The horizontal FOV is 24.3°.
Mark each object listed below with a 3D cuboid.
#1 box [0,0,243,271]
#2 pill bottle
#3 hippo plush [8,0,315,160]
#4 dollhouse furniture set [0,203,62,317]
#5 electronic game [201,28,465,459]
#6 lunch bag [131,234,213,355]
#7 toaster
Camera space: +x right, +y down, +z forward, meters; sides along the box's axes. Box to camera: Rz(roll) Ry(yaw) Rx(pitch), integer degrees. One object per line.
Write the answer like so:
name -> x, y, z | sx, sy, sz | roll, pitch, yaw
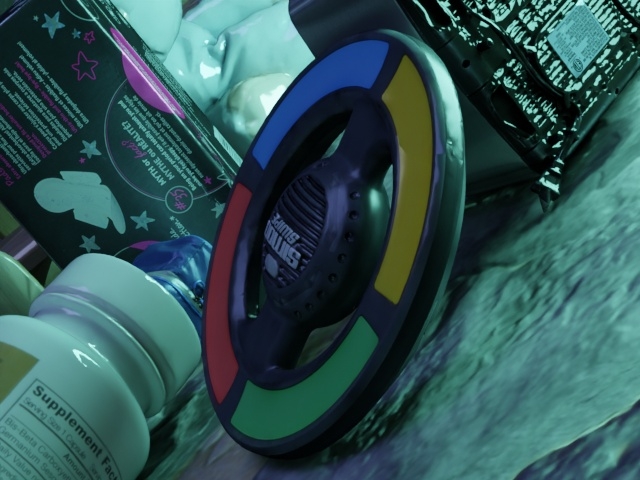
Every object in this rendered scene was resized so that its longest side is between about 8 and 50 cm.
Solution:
box -> -0.163, -0.066, 1.110 | 0.142, 0.247, 0.163 | -37, 16, 5
pill bottle -> -0.174, 0.118, 0.854 | 0.131, 0.131, 0.229 | -19, 26, 51
hippo plush -> -0.152, -0.177, 1.299 | 0.294, 0.236, 0.234 | -23, 46, 41
dollhouse furniture set -> -0.384, 0.082, 1.200 | 0.394, 0.256, 0.362 | -39, 16, 3
electronic game -> 0.000, 0.000, 0.769 | 0.229, 0.048, 0.229 | -37, 43, 46
lunch bag -> -0.099, 0.043, 1.001 | 0.065, 0.067, 0.098 | -50, 20, -29
toaster -> 0.093, -0.126, 0.849 | 0.186, 0.168, 0.110 | -49, 15, -32
